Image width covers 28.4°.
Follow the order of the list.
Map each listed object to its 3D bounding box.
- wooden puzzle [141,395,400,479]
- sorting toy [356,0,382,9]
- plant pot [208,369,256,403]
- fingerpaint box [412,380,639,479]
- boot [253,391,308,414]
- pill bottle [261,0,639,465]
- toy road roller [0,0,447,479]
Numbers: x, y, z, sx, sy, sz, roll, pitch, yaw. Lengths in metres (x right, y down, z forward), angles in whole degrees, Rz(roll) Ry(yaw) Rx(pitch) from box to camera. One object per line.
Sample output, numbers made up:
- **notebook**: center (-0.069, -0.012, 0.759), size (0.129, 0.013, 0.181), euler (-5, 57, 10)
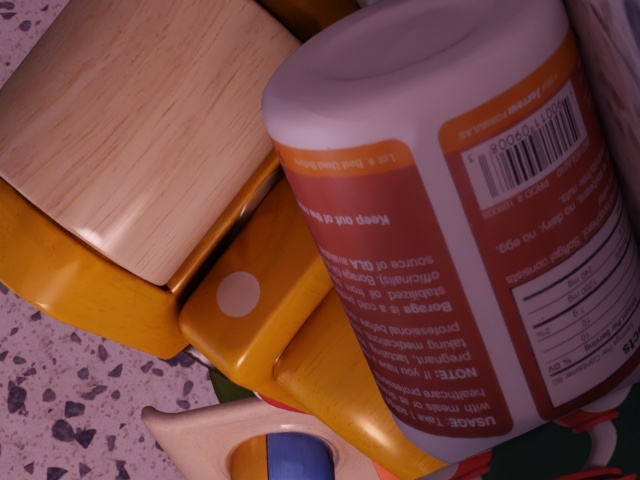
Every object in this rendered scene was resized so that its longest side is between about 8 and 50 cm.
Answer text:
- **wooden puzzle**: center (0.049, 0.231, 1.132), size (0.322, 0.347, 0.081), euler (66, -161, -49)
- **sorting toy**: center (0.088, -0.067, 0.883), size (0.307, 0.041, 0.229), euler (63, -179, 2)
- **plant pot**: center (0.035, 0.048, 1.143), size (0.293, 0.274, 0.275), euler (102, 148, -65)
- **fingerpaint box**: center (0.167, 0.307, 0.335), size (0.371, 0.163, 0.445), euler (-110, -3, -76)
- **boot**: center (0.080, 0.128, 0.840), size (0.088, 0.244, 0.176), euler (-63, 33, 34)
- **pill bottle**: center (0.068, 0.013, 0.515), size (0.121, 0.121, 0.216), euler (-111, -1, -65)
- **toy road roller**: center (0.000, 0.000, 0.659), size (0.240, 0.202, 0.329), euler (37, 180, 24)
